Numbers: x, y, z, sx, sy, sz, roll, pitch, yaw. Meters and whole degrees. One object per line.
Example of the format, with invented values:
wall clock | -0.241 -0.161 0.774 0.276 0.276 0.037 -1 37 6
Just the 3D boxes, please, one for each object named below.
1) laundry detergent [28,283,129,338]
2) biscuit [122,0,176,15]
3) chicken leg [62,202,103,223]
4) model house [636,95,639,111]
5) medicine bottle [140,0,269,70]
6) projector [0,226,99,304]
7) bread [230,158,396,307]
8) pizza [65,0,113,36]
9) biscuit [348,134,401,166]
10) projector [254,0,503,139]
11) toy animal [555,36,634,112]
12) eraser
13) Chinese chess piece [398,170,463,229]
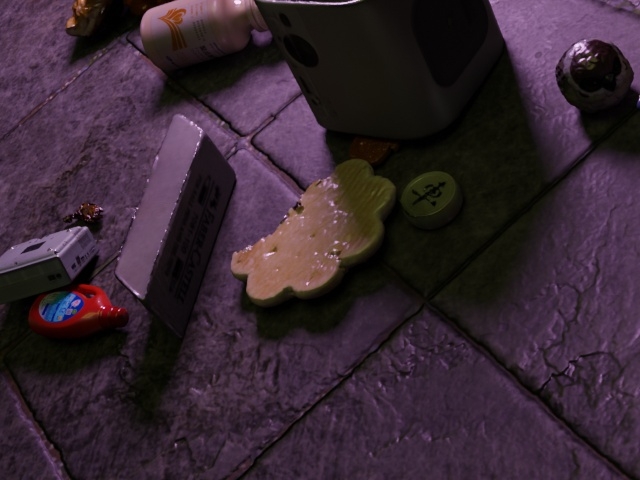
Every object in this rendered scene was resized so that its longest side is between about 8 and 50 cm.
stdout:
laundry detergent | -0.348 0.105 1.675 0.165 0.049 0.097 1 48 31
biscuit | -0.208 -0.552 2.107 0.312 0.110 0.318 11 60 41
chicken leg | -0.383 -0.043 1.842 0.083 0.021 0.036 2 64 35
model house | 0.469 -0.152 1.307 0.172 0.166 0.183 -43 56 16
medicine bottle | -0.175 -0.369 1.923 0.252 0.114 0.114 -12 48 24
projector | -0.432 0.034 1.747 0.147 0.061 0.115 -16 19 21
bread | 0.000 0.000 1.546 0.251 0.039 0.182 -41 44 -5
pizza | -0.406 -0.544 2.166 0.226 0.086 0.335 139 154 -74
biscuit | 0.082 -0.140 1.630 0.078 0.015 0.091 14 60 37
projector | 0.084 -0.318 1.602 0.249 0.249 0.248 13 56 39
toy animal | 0.345 -0.228 1.481 0.098 0.098 0.137 -36 43 1
eraser | -0.207 -0.029 1.650 0.077 0.111 0.352 -7 51 29
Chinese chess piece | 0.147 -0.054 1.501 0.084 0.034 0.084 -17 46 18
